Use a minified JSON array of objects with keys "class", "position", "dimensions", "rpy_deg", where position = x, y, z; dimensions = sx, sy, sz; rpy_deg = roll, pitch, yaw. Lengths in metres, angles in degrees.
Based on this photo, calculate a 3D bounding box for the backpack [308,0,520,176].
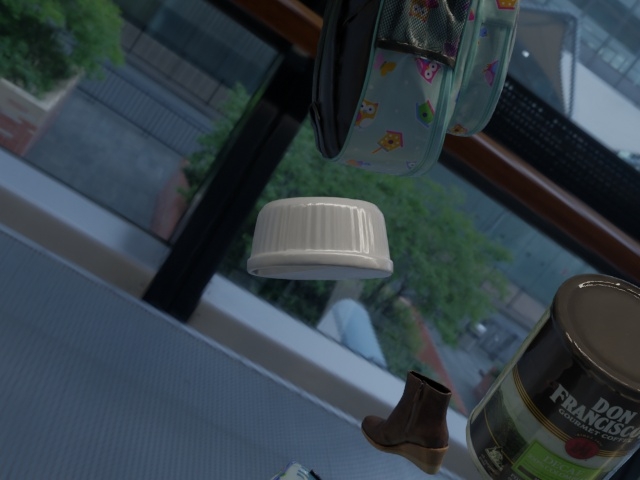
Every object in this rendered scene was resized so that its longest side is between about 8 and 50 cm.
[{"class":"backpack","position":[0.066,-0.144,0.669],"dimensions":[0.144,0.189,0.166],"rpy_deg":[17,8,-16]}]

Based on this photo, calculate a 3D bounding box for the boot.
[{"class":"boot","position":[0.193,0.383,1.856],"dimensions":[0.090,0.207,0.248],"rpy_deg":[-8,19,-40]}]

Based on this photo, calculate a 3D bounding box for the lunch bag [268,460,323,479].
[{"class":"lunch bag","position":[-0.032,0.394,1.061],"dimensions":[0.176,0.090,0.219],"rpy_deg":[47,20,13]}]

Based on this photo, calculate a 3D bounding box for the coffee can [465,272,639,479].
[{"class":"coffee can","position":[0.342,0.210,1.107],"dimensions":[0.201,0.275,0.202],"rpy_deg":[13,40,-11]}]

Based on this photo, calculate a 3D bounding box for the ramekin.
[{"class":"ramekin","position":[0.000,0.000,1.525],"dimensions":[0.272,0.127,0.273],"rpy_deg":[0,-7,0]}]
